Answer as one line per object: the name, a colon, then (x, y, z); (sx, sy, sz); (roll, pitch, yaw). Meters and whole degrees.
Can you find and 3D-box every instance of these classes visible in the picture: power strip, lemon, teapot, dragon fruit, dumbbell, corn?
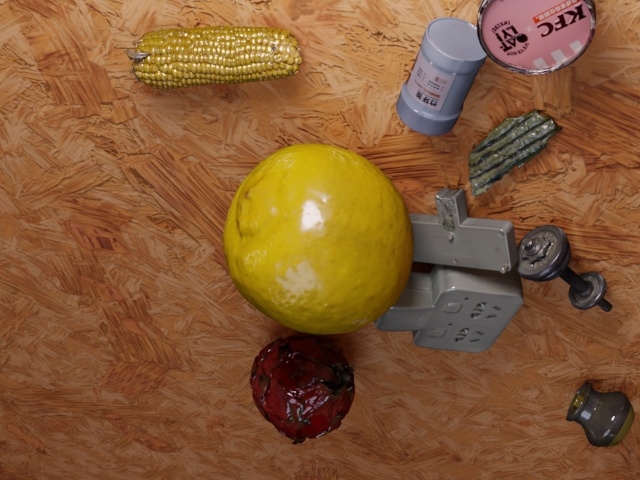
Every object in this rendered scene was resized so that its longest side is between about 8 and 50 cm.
power strip: (0.237, -0.021, 1.566); (0.216, 0.061, 0.145); (5, 119, 35)
lemon: (0.000, 0.000, 1.506); (0.348, 0.347, 0.348); (10, 140, 9)
power strip: (0.236, 0.108, 1.721); (0.261, 0.141, 0.229); (7, 142, -9)
teapot: (0.597, 0.374, 1.889); (0.119, 0.130, 0.165); (30, 173, 7)
dragon fruit: (-0.038, 0.327, 1.959); (0.244, 0.244, 0.299); (27, 157, -11)
dumbbell: (0.452, 0.065, 1.591); (0.255, 0.110, 0.110); (35, 138, -28)
corn: (-0.167, -0.298, 1.401); (0.293, 0.106, 0.106); (-2, 137, 16)

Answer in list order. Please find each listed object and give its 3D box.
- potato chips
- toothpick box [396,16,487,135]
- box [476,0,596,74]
potato chips: (0.301, -0.148, 1.453); (0.092, 0.028, 0.207); (34, 136, -17)
toothpick box: (0.182, -0.247, 1.325); (0.101, 0.101, 0.153); (18, 139, -1)
box: (0.289, -0.323, 1.173); (0.151, 0.135, 0.151); (8, 140, 6)
